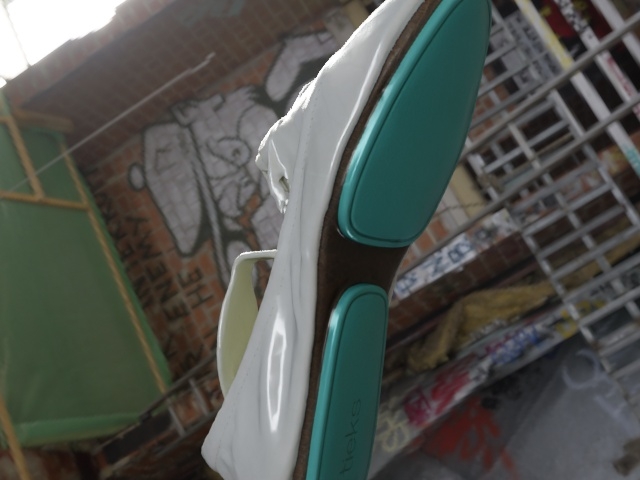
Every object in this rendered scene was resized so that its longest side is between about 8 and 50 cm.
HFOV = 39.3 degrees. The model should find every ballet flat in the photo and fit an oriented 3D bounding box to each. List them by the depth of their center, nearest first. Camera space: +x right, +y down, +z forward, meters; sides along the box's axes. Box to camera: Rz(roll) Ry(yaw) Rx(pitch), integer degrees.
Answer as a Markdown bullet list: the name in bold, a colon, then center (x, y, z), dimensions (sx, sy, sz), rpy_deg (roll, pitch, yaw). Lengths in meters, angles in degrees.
- **ballet flat**: center (0.000, 0.000, 0.615), dimensions (0.139, 0.400, 0.139), rpy_deg (15, -176, -1)
